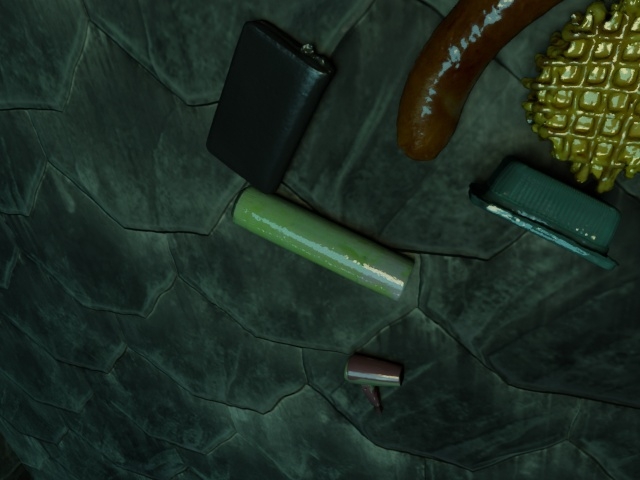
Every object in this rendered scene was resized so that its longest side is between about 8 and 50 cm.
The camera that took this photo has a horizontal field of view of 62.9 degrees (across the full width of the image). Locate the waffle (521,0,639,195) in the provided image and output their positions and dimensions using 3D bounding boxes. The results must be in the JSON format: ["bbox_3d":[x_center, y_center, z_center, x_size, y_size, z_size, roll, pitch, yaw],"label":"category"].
[{"bbox_3d":[0.326,-0.162,0.564,0.193,0.070,0.197,39,128,-1],"label":"waffle"}]

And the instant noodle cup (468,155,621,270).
[{"bbox_3d":[0.273,-0.042,0.632,0.179,0.157,0.070,28,107,8],"label":"instant noodle cup"}]

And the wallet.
[{"bbox_3d":[-0.083,-0.194,0.774,0.149,0.044,0.250,36,131,7],"label":"wallet"}]

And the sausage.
[{"bbox_3d":[0.176,-0.216,0.598,0.103,0.076,0.302,42,131,1],"label":"sausage"}]

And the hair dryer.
[{"bbox_3d":[0.107,0.283,1.008,0.106,0.054,0.154,8,135,18],"label":"hair dryer"}]

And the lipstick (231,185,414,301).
[{"bbox_3d":[0.000,0.000,0.843,0.305,0.076,0.076,25,130,9],"label":"lipstick"}]
